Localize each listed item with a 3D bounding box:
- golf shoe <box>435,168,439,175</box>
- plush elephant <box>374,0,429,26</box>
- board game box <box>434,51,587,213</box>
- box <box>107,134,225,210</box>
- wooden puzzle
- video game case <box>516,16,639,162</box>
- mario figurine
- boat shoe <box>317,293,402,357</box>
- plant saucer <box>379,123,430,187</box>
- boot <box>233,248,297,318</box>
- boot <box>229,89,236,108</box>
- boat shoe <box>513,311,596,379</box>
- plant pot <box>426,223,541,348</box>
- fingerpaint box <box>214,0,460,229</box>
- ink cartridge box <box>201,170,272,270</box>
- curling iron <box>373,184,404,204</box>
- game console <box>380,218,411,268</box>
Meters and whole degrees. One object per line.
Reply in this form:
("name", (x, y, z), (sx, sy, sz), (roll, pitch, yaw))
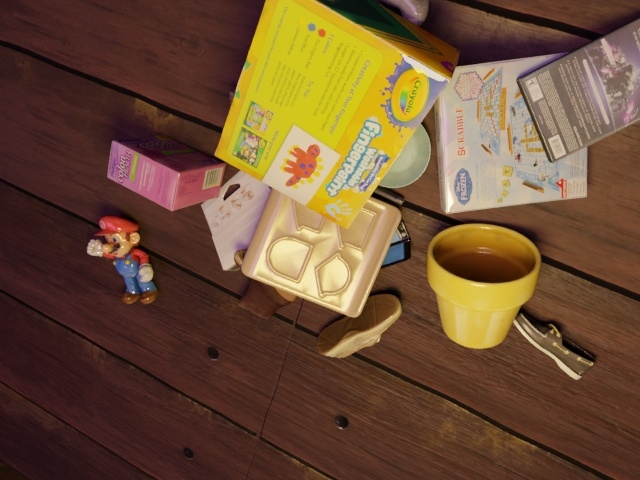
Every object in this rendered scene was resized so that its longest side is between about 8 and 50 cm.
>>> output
("golf shoe", (0.376, -0.190, 1.190), (0.198, 0.077, 0.093), (-28, 95, 28))
("plush elephant", (0.069, -0.561, 1.119), (0.330, 0.255, 0.271), (10, 69, -14))
("board game box", (0.421, -0.236, 1.100), (0.318, 0.066, 0.318), (-6, 104, 2))
("box", (-0.444, -0.204, 1.443), (0.243, 0.214, 0.117), (26, 114, 18))
("wooden puzzle", (0.000, 0.000, 1.339), (0.348, 0.080, 0.321), (22, 95, 1))
("video game case", (0.576, -0.312, 1.034), (0.274, 0.026, 0.196), (-27, 102, 5))
("mario figurine", (-0.669, 0.072, 1.651), (0.198, 0.170, 0.320), (-17, 110, -8))
("boat shoe", (0.125, 0.255, 1.434), (0.098, 0.109, 0.302), (31, 124, -34))
("plant saucer", (0.189, -0.234, 1.275), (0.195, 0.037, 0.194), (7, 109, 20))
("boot", (-0.193, 0.142, 1.479), (0.249, 0.090, 0.207), (30, 125, -27))
("boot", (-0.142, -0.305, 1.362), (0.262, 0.095, 0.203), (15, 109, 19))
("boat shoe", (0.586, 0.252, 1.247), (0.228, 0.081, 0.068), (39, 114, -1))
("plant pot", (0.387, 0.122, 1.206), (0.254, 0.254, 0.238), (7, 125, 20))
("fingerpaint box", (0.016, -0.292, 1.079), (0.371, 0.163, 0.444), (29, 135, -3))
("ink cartridge box", (-0.224, -0.075, 1.489), (0.275, 0.060, 0.238), (-35, 66, 28))
("curling iron", (0.096, -0.155, 1.336), (0.274, 0.035, 0.068), (23, 77, 10))
("game console", (0.177, 0.010, 1.340), (0.122, 0.071, 0.107), (-20, 98, 26))
